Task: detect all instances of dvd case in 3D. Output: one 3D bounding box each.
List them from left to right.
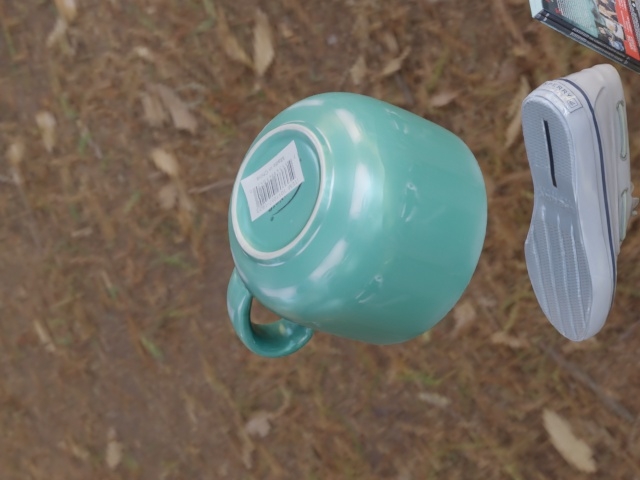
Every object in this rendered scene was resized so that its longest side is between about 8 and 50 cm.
[{"bbox_3d":[0.198,-0.174,0.945,0.013,0.119,0.087,-40,41,40],"label":"dvd case"}]

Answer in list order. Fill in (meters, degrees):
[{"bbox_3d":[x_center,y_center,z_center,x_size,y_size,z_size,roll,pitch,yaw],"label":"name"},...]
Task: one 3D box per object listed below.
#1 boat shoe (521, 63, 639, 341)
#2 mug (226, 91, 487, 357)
[{"bbox_3d":[0.203,-0.024,0.953,0.083,0.075,0.226,41,151,43],"label":"boat shoe"},{"bbox_3d":[0.007,-0.002,0.700,0.129,0.097,0.158,18,90,49],"label":"mug"}]
